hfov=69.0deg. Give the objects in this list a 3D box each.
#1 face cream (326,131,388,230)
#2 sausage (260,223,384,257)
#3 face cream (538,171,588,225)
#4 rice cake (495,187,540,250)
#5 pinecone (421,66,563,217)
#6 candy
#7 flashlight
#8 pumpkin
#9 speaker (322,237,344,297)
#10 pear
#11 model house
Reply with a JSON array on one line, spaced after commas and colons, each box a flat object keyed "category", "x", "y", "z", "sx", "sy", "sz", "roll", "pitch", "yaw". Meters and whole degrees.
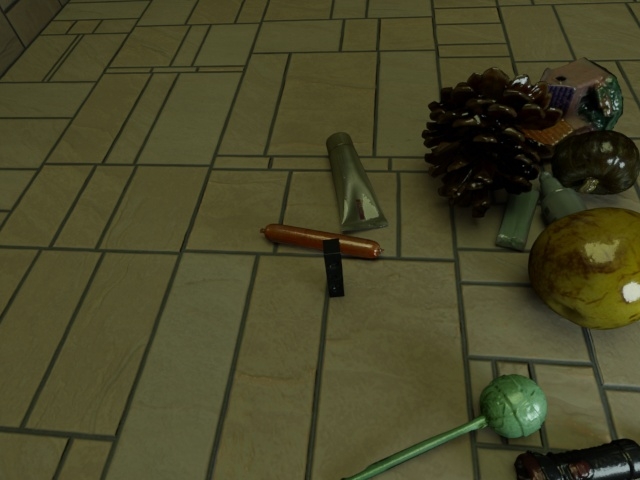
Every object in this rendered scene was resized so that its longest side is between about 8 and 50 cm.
[{"category": "face cream", "x": 0.092, "y": -0.175, "z": 1.388, "sx": 0.138, "sy": 0.084, "sz": 0.341, "roll": -7, "pitch": 58, "yaw": -12}, {"category": "sausage", "x": 0.000, "y": 0.000, "z": 1.269, "sx": 0.348, "sy": 0.053, "sz": 0.053, "roll": 10, "pitch": 54, "yaw": 12}, {"category": "face cream", "x": 0.648, "y": -0.085, "z": 1.242, "sx": 0.101, "sy": 0.101, "sz": 0.251, "roll": -7, "pitch": 52, "yaw": 0}, {"category": "rice cake", "x": 0.541, "y": -0.066, "z": 1.275, "sx": 0.080, "sy": 0.042, "sz": 0.221, "roll": 20, "pitch": 56, "yaw": 15}, {"category": "pinecone", "x": 0.444, "y": -0.236, "z": 1.252, "sx": 0.385, "sy": 0.384, "sz": 0.384, "roll": -3, "pitch": 52, "yaw": 3}, {"category": "candy", "x": 0.244, "y": 0.393, "z": 0.923, "sx": 0.440, "sy": 0.119, "sz": 0.119, "roll": -24, "pitch": 53, "yaw": -4}, {"category": "flashlight", "x": 0.491, "y": 0.426, "z": 0.870, "sx": 0.232, "sy": 0.093, "sz": 0.093, "roll": -10, "pitch": 52, "yaw": -3}, {"category": "pumpkin", "x": 0.737, "y": -0.198, "z": 1.259, "sx": 0.219, "sy": 0.219, "sz": 0.162, "roll": 19, "pitch": 78, "yaw": 19}, {"category": "speaker", "x": 0.033, "y": 0.069, "z": 1.124, "sx": 0.040, "sy": 0.191, "sz": 0.046, "roll": -6, "pitch": 53, "yaw": 2}, {"category": "pear", "x": 0.613, "y": 0.058, "z": 1.029, "sx": 0.281, "sy": 0.280, "sz": 0.280, "roll": -3, "pitch": 52, "yaw": 3}, {"category": "model house", "x": 0.709, "y": -0.370, "z": 1.378, "sx": 0.238, "sy": 0.237, "sz": 0.202, "roll": -20, "pitch": 58, "yaw": -6}]
